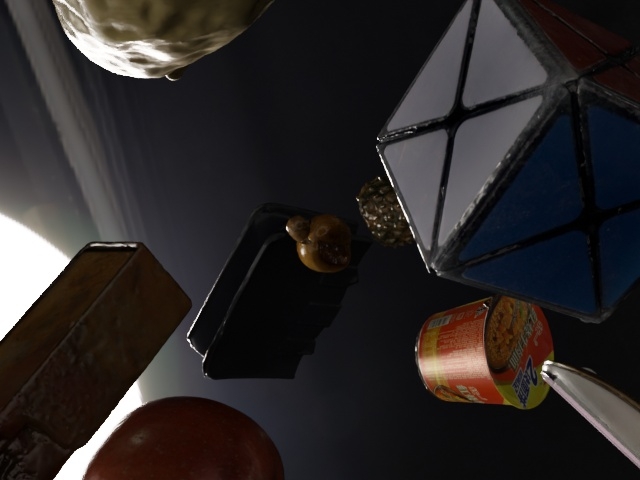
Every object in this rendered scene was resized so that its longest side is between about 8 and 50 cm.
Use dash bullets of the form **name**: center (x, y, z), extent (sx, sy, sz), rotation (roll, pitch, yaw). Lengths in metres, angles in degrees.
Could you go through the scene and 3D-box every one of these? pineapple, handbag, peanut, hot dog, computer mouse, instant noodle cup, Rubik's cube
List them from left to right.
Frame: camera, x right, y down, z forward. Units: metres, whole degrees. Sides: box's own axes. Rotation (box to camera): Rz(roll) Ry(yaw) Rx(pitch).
- **peanut**: center (-0.098, -0.193, 0.521), extent (0.159, 0.291, 0.143), rotation (-6, -109, 4)
- **handbag**: center (-0.064, 0.095, 1.626), extent (0.325, 0.269, 0.118), rotation (-59, -135, 22)
- **hot dog**: center (0.000, 0.002, 1.396), extent (0.060, 0.140, 0.090), rotation (19, -84, 29)
- **pineapple**: center (0.181, -0.070, 1.340), extent (0.251, 0.125, 0.125), rotation (-21, -91, 25)
- **instant noodle cup**: center (0.284, 0.197, 1.628), extent (0.174, 0.213, 0.213), rotation (-14, -87, 44)
- **Rubik's cube**: center (0.243, -0.098, 1.009), extent (0.260, 0.259, 0.255), rotation (-55, -150, 28)
- **computer mouse**: center (0.354, 0.215, 1.039), extent (0.245, 0.126, 0.056), rotation (42, -92, 18)

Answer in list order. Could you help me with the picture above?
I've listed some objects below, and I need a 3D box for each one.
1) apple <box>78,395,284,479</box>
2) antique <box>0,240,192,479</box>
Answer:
- **apple**: center (-0.194, 0.397, 1.324), extent (0.277, 0.348, 0.348), rotation (0, -77, 13)
- **antique**: center (-0.242, 0.138, 0.775), extent (0.093, 0.310, 0.087), rotation (1, -45, 44)
